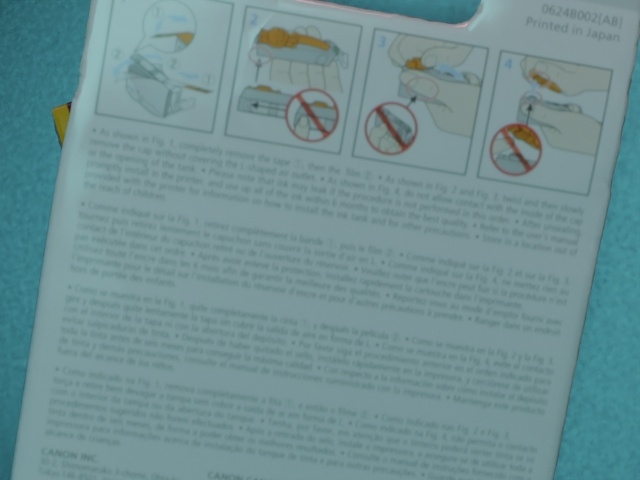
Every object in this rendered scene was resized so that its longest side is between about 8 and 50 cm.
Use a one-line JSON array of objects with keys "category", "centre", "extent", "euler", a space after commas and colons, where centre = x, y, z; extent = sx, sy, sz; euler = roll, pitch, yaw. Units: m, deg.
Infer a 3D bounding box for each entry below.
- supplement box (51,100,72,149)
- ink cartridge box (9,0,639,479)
[{"category": "supplement box", "centre": [-0.055, -0.069, 0.968], "extent": [0.188, 0.104, 0.080], "euler": [-19, 87, 6]}, {"category": "ink cartridge box", "centre": [0.000, 0.000, 0.909], "extent": [0.308, 0.091, 0.385], "euler": [9, 97, -7]}]
